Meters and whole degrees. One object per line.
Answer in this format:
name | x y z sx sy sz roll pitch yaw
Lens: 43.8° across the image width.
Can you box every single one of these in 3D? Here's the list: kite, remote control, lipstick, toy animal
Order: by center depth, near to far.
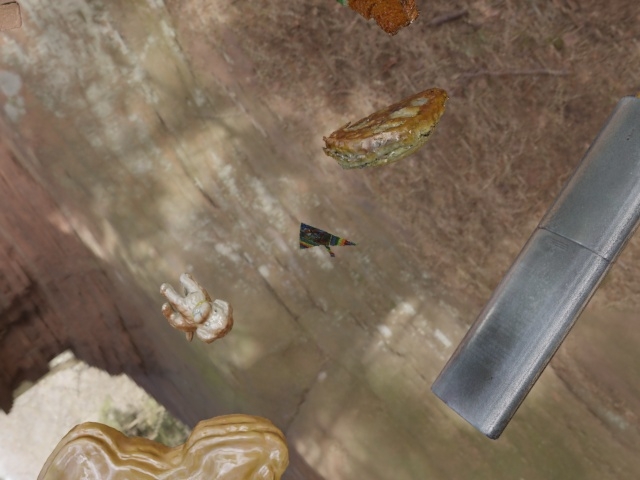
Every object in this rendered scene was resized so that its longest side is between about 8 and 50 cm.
remote control | 0.249 0.023 0.820 0.044 0.378 0.107 33 -179 -38
kite | 0.000 0.000 1.162 0.122 0.004 0.090 0 146 40
lipstick | -0.544 -0.388 1.308 0.145 0.045 0.045 33 133 36
toy animal | -0.255 0.184 1.759 0.185 0.104 0.184 20 135 35

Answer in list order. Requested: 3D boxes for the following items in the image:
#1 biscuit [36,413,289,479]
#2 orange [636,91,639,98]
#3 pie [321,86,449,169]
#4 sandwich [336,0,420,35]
biscuit | -0.144 0.298 0.664 0.269 0.376 0.051 32 -167 -7
orange | 0.594 -0.140 1.229 0.262 0.196 0.335 25 128 6
pie | 0.142 -0.237 1.747 0.308 0.308 0.086 10 128 54
sandwich | 0.134 -0.508 1.628 0.159 0.079 0.235 40 168 -13
